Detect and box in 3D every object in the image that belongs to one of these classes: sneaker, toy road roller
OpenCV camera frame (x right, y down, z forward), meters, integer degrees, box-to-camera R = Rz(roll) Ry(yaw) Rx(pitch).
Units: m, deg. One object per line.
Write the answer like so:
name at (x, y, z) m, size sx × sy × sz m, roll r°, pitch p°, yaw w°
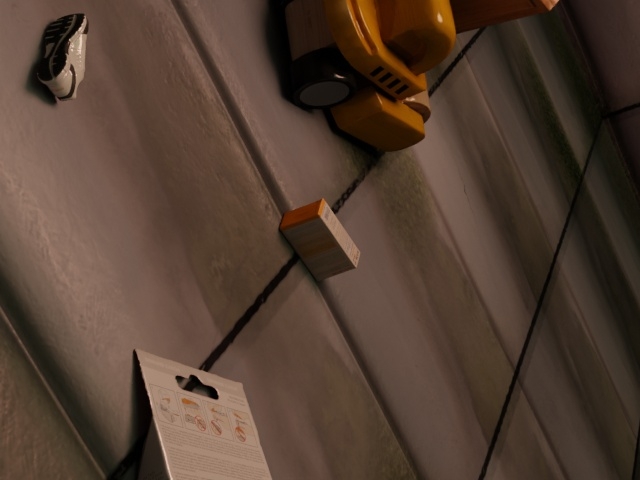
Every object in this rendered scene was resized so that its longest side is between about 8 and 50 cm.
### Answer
sneaker at (-0.256, -0.185, 1.096) m, size 0.044 × 0.040 × 0.109 m, roll 65°, pitch 27°, yaw -48°
toy road roller at (0.104, -0.289, 1.585) m, size 0.329 × 0.240 × 0.203 m, roll 23°, pitch 54°, yaw -55°

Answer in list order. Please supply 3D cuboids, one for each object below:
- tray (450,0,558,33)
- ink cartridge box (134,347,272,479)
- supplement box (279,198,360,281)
tray at (0.172, -0.404, 1.618) m, size 0.203 × 0.411 × 0.076 m, roll 45°, pitch 75°, yaw -20°
ink cartridge box at (-0.117, 0.232, 1.086) m, size 0.181 × 0.056 × 0.225 m, roll 30°, pitch 29°, yaw -51°
supplement box at (0.000, 0.000, 1.408) m, size 0.098 × 0.062 × 0.036 m, roll 56°, pitch 30°, yaw -28°
